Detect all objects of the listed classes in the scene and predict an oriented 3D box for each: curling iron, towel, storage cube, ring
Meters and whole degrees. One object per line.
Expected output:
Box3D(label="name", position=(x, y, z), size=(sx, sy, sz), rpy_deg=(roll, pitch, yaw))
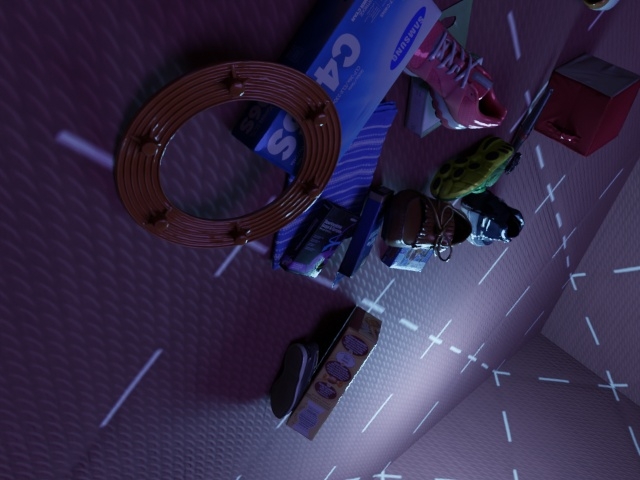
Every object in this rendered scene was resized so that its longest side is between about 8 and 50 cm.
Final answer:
Box3D(label="curling iron", position=(0.579, -0.308, 1.767), size=(0.068, 0.035, 0.274), rpy_deg=(-25, 143, -45))
Box3D(label="towel", position=(0.026, -0.106, 1.220), size=(0.243, 0.040, 0.336), rpy_deg=(-23, 141, -39))
Box3D(label="storage cube", position=(0.751, -0.386, 1.769), size=(0.214, 0.183, 0.193), rpy_deg=(-31, 144, -31))
Box3D(label="ring", position=(-0.121, -0.104, 0.905), size=(0.336, 0.032, 0.337), rpy_deg=(-17, 139, -15))

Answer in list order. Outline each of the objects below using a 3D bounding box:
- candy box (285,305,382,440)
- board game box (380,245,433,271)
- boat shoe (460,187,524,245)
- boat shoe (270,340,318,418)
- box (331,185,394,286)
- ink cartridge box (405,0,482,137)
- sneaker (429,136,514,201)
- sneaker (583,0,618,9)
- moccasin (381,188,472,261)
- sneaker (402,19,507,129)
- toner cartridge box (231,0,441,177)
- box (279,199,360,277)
Box3D(label="candy box", position=(0.038, 0.340, 1.628), size=(0.317, 0.087, 0.183), rpy_deg=(-58, 177, 14))
Box3D(label="board game box", position=(0.253, 0.015, 1.677), size=(0.201, 0.035, 0.136), rpy_deg=(11, 114, -58))
Box3D(label="boat shoe", position=(0.521, -0.035, 1.869), size=(0.127, 0.158, 0.340), rpy_deg=(-50, 151, -1))
Box3D(label="boat shoe", position=(-0.062, 0.351, 1.571), size=(0.068, 0.081, 0.228), rpy_deg=(-8, 128, -45))
Box3D(label="box", position=(0.094, -0.005, 1.363), size=(0.225, 0.036, 0.136), rpy_deg=(-67, 169, 16))
Box3D(label="ink cartridge box", position=(0.252, -0.343, 1.254), size=(0.171, 0.056, 0.235), rpy_deg=(-35, 149, -25))
Box3D(label="sneaker", position=(0.392, -0.160, 1.598), size=(0.295, 0.109, 0.124), rpy_deg=(-31, 141, -32))
Box3D(label="sneaker", position=(0.718, -0.678, 1.467), size=(0.123, 0.106, 0.290), rpy_deg=(-22, 142, -44))
Box3D(label="moccasin", position=(0.252, -0.031, 1.432), size=(0.380, 0.146, 0.139), rpy_deg=(12, 93, -60))
Box3D(label="sneaker", position=(0.245, -0.312, 1.133), size=(0.313, 0.136, 0.116), rpy_deg=(38, 80, -42))
Box3D(label="toner cartridge box", position=(0.027, -0.262, 0.976), size=(0.165, 0.075, 0.348), rpy_deg=(26, 102, -49))
Box3D(label="box", position=(0.000, 0.000, 1.259), size=(0.162, 0.029, 0.116), rpy_deg=(-55, 150, 11))
